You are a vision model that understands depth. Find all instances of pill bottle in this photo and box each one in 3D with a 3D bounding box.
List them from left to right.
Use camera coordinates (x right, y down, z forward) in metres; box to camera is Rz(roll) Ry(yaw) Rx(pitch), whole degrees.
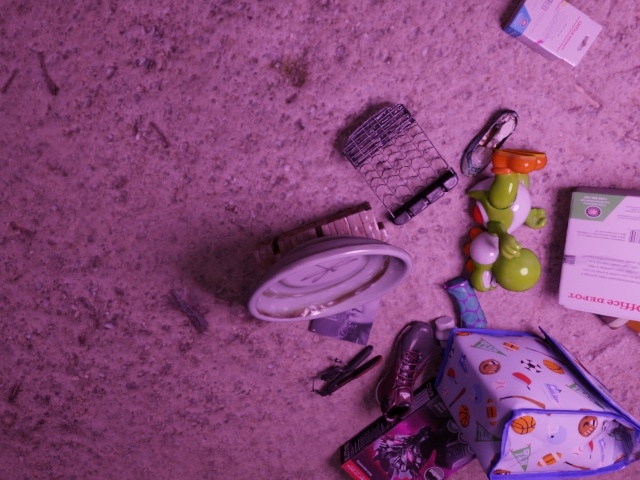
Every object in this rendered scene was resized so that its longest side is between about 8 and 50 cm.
[{"bbox_3d":[0.350,0.271,1.295,0.066,0.067,0.120,-16,103,7],"label":"pill bottle"}]

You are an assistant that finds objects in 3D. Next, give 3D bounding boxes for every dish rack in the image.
[{"bbox_3d":[0.196,-0.188,1.185,0.208,0.074,0.272,-37,98,10],"label":"dish rack"}]

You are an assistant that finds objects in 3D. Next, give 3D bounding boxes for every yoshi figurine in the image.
[{"bbox_3d":[0.473,-0.029,1.151,0.203,0.203,0.363,5,108,-5],"label":"yoshi figurine"}]

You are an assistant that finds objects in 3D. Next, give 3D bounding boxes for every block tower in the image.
[{"bbox_3d":[0.000,0.000,1.231,0.335,0.091,0.097,-18,103,7],"label":"block tower"}]

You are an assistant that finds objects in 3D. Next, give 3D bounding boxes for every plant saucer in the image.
[{"bbox_3d":[0.015,0.078,1.133,0.399,0.400,0.101,-20,65,8],"label":"plant saucer"}]

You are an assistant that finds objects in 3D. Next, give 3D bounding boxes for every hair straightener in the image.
[{"bbox_3d":[0.060,0.364,1.352,0.230,0.047,0.089,-36,100,15],"label":"hair straightener"}]

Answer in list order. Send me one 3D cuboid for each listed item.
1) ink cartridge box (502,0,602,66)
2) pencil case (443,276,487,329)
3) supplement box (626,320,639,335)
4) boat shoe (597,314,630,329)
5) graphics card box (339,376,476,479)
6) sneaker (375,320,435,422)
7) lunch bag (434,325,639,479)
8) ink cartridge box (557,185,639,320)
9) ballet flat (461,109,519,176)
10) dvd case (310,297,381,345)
[{"bbox_3d":[0.529,-0.487,1.093,0.181,0.061,0.104,30,104,-4],"label":"ink cartridge box"},{"bbox_3d":[0.387,0.172,1.268,0.070,0.064,0.152,-21,102,16],"label":"pencil case"},{"bbox_3d":[0.907,0.158,1.232,0.080,0.078,0.234,34,104,-9],"label":"supplement box"},{"bbox_3d":[0.810,0.131,1.228,0.073,0.080,0.224,40,107,10],"label":"boat shoe"},{"bbox_3d":[0.265,0.594,1.370,0.371,0.094,0.233,-41,99,11],"label":"graphics card box"},{"bbox_3d":[0.239,0.367,1.275,0.106,0.162,0.282,20,105,-2],"label":"sneaker"},{"bbox_3d":[0.529,0.375,1.149,0.384,0.328,0.239,7,112,-11],"label":"lunch bag"},{"bbox_3d":[0.706,0.026,1.149,0.210,0.121,0.290,10,107,30],"label":"ink cartridge box"},{"bbox_3d":[0.414,-0.236,1.163,0.070,0.070,0.189,30,104,-5],"label":"ballet flat"},{"bbox_3d":[0.077,0.170,1.308,0.164,0.018,0.222,14,105,-1],"label":"dvd case"}]
